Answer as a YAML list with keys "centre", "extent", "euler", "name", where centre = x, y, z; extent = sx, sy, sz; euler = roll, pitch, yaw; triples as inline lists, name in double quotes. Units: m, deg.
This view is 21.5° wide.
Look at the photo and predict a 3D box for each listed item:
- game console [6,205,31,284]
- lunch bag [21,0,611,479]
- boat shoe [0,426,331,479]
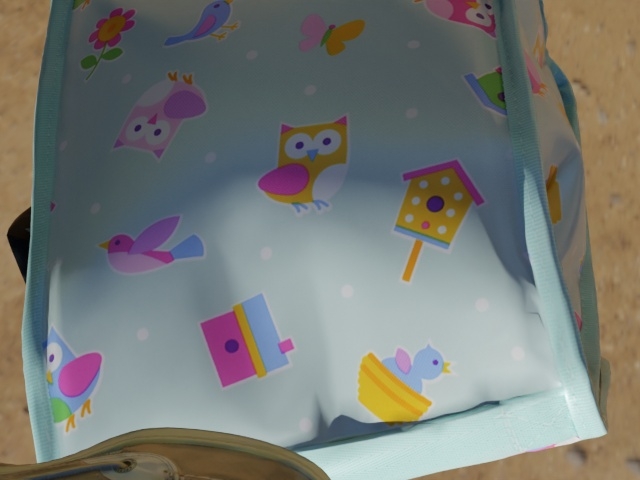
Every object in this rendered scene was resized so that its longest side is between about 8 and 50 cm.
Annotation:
- centre: [-0.039, 0.140, 0.882]
  extent: [0.044, 0.213, 0.361]
  euler: [-26, 83, 17]
  name: "game console"
- centre: [0.000, 0.000, 0.694]
  extent: [0.223, 0.262, 0.160]
  euler: [-13, 136, 12]
  name: "lunch bag"
- centre: [-0.071, 0.084, 0.455]
  extent: [0.153, 0.048, 0.056]
  euler: [1, 111, 6]
  name: "boat shoe"
